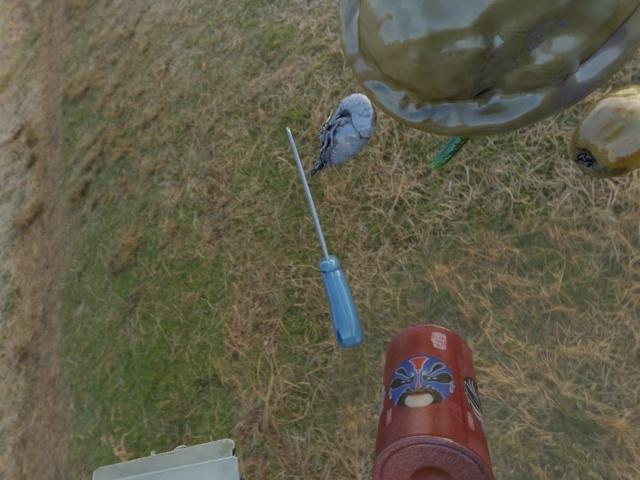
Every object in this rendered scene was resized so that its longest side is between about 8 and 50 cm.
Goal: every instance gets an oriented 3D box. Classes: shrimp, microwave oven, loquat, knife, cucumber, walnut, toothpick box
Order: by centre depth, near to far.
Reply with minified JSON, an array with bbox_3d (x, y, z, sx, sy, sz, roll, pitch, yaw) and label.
[{"bbox_3d":[0.000,0.000,0.461,0.032,0.058,0.244,-17,96,3],"label":"knife"},{"bbox_3d":[-0.157,0.330,0.472,0.145,0.240,0.193,-6,66,-20],"label":"microwave oven"},{"bbox_3d":[0.232,-0.333,0.582,0.384,0.384,0.383,-12,64,26],"label":"walnut"},{"bbox_3d":[0.219,0.342,0.855,0.204,0.333,0.204,4,112,11],"label":"toothpick box"},{"bbox_3d":[0.665,-0.235,0.950,0.234,0.187,0.176,-41,48,-8],"label":"loquat"},{"bbox_3d":[0.312,-0.227,0.975,0.168,0.039,0.039,-53,49,33],"label":"cucumber"},{"bbox_3d":[0.041,-0.283,1.223,0.145,0.116,0.343,46,137,0],"label":"shrimp"}]
